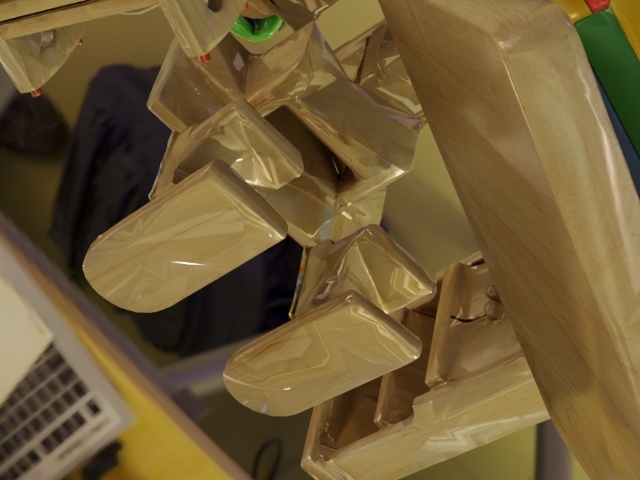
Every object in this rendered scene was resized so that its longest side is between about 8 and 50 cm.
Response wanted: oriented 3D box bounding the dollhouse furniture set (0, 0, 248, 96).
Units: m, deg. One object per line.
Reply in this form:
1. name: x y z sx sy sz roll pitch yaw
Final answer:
1. dollhouse furniture set: -0.104 -0.190 0.779 0.129 0.184 0.129 -6 127 31

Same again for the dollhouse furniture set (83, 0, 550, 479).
1. dollhouse furniture set: 0.000 0.000 1.123 0.256 0.362 0.394 -30 120 34

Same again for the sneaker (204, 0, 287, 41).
1. sneaker: -0.091 -0.267 1.395 0.134 0.343 0.146 13 82 -21

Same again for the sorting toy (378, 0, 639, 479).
1. sorting toy: 0.124 0.002 0.559 0.089 0.257 0.256 -24 107 0
